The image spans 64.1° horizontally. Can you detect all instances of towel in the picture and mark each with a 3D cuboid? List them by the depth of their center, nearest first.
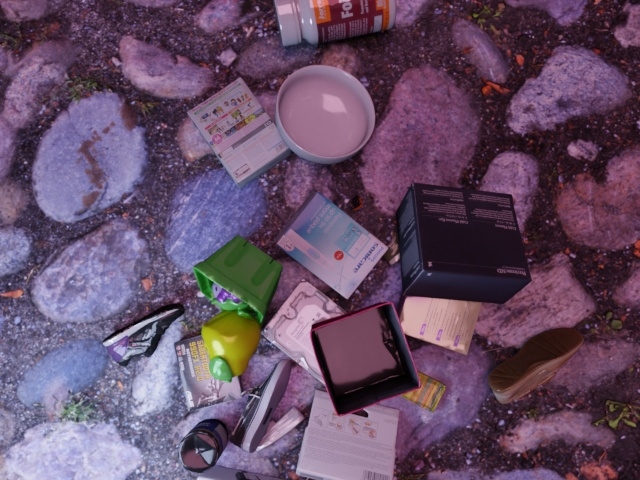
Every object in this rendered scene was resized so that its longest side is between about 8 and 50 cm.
[{"bbox_3d":[0.290,0.473,1.699,0.237,0.021,0.102,26,83,3],"label":"towel"}]

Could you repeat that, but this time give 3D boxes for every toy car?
[{"bbox_3d":[0.102,-0.099,1.766,0.122,0.060,0.040,-43,130,12],"label":"toy car"}]

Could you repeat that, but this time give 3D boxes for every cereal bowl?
[{"bbox_3d":[0.007,-0.406,1.722,0.338,0.141,0.339,3,75,-11],"label":"cereal bowl"}]

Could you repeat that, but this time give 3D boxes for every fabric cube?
[{"bbox_3d":[0.122,0.339,1.534,0.259,0.258,0.254,-19,85,-3],"label":"fabric cube"}]

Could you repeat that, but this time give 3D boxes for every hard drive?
[{"bbox_3d":[0.004,0.319,1.696,0.339,0.064,0.237,39,85,5],"label":"hard drive"}]

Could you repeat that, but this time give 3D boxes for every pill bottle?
[{"bbox_3d":[-0.353,0.624,1.582,0.122,0.219,0.123,0,83,0],"label":"pill bottle"},{"bbox_3d":[0.042,-0.799,1.742,0.392,0.224,0.224,-13,84,-2],"label":"pill bottle"}]

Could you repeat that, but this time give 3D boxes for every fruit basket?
[{"bbox_3d":[-0.276,0.218,1.555,0.283,0.392,0.392,34,85,4],"label":"fruit basket"}]

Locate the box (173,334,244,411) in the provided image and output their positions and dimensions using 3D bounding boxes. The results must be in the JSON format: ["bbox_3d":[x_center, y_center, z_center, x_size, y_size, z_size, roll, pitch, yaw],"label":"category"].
[{"bbox_3d":[-0.366,0.425,1.687,0.183,0.056,0.231,-14,84,-1],"label":"box"}]

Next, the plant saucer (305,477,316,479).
[{"bbox_3d":[0.068,0.870,1.640,0.310,0.050,0.311,0,83,1],"label":"plant saucer"}]

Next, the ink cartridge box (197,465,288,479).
[{"bbox_3d":[-0.247,0.859,1.600,0.307,0.129,0.223,11,84,1],"label":"ink cartridge box"}]

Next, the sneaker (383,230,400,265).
[{"bbox_3d":[0.281,-0.007,1.731,0.192,0.064,0.086,-42,85,-4],"label":"sneaker"}]

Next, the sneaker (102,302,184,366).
[{"bbox_3d":[-0.561,0.313,1.692,0.283,0.107,0.124,-28,99,1],"label":"sneaker"}]

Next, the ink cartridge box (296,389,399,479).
[{"bbox_3d":[0.094,0.647,1.646,0.296,0.066,0.261,13,52,2],"label":"ink cartridge box"}]

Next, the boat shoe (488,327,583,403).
[{"bbox_3d":[0.705,0.407,1.671,0.341,0.122,0.110,-31,122,-1],"label":"boat shoe"}]

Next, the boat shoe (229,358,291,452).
[{"bbox_3d":[-0.196,0.517,1.652,0.104,0.113,0.306,19,77,22],"label":"boat shoe"}]

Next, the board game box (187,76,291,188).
[{"bbox_3d":[-0.276,-0.367,1.758,0.224,0.097,0.303,-34,86,-5],"label":"board game box"}]

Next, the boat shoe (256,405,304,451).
[{"bbox_3d":[-0.141,0.611,1.665,0.184,0.066,0.063,-37,71,-2],"label":"boat shoe"}]

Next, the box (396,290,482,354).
[{"bbox_3d":[0.382,0.231,1.679,0.242,0.117,0.214,18,84,1],"label":"box"}]

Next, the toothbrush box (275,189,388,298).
[{"bbox_3d":[0.033,0.010,1.655,0.295,0.126,0.216,39,93,-12],"label":"toothbrush box"}]

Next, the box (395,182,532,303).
[{"bbox_3d":[0.430,0.011,1.594,0.343,0.179,0.313,6,58,-9],"label":"box"}]
